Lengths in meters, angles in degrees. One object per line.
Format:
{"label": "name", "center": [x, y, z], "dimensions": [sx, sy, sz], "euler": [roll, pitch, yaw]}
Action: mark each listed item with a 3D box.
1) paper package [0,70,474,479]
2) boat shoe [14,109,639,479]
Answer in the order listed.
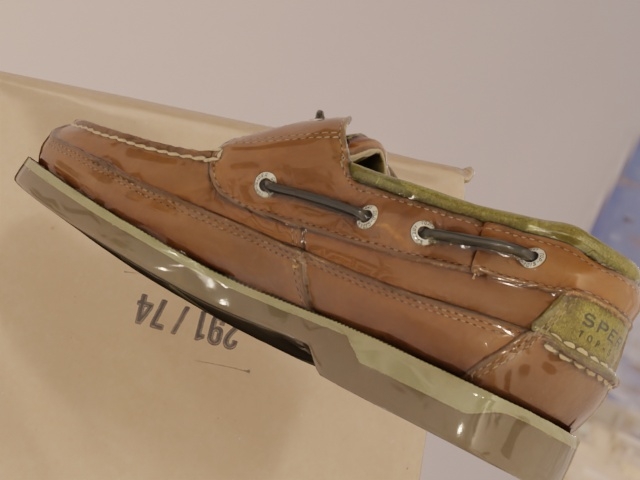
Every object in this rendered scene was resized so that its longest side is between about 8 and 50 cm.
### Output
{"label": "paper package", "center": [-0.102, 0.082, 0.987], "dimensions": [0.168, 0.325, 0.309], "euler": [148, 132, -71]}
{"label": "boat shoe", "center": [0.000, 0.000, 0.738], "dimensions": [0.104, 0.307, 0.111], "euler": [-62, -29, -4]}
